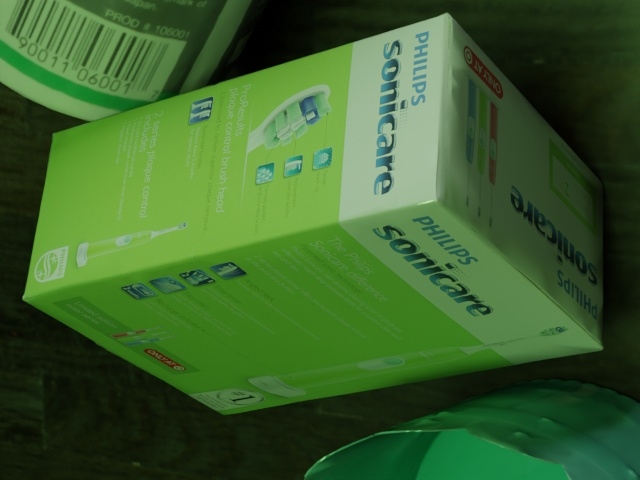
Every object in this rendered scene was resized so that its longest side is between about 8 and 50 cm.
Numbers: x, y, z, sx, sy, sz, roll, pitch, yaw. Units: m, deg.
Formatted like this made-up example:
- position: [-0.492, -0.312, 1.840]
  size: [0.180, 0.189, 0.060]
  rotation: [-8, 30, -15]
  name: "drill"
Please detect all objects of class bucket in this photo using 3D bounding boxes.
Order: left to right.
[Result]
- position: [0.119, 0.221, 0.897]
  size: [0.281, 0.183, 0.281]
  rotation: [6, 102, 29]
  name: "bucket"

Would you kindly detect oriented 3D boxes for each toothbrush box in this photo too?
- position: [0.000, 0.000, 0.893]
  size: [0.283, 0.206, 0.122]
  rotation: [-12, 58, 32]
  name: "toothbrush box"

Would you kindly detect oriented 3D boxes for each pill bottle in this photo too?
- position: [-0.080, -0.260, 0.881]
  size: [0.204, 0.204, 0.361]
  rotation: [43, 124, 16]
  name: "pill bottle"
